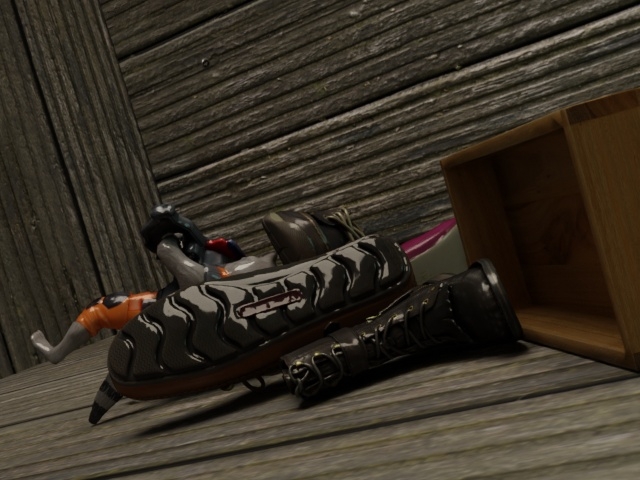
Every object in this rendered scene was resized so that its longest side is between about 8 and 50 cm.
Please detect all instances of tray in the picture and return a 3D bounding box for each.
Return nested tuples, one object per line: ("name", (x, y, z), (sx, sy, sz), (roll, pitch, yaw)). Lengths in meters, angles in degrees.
("tray", (0.218, -0.008, 0.943), (0.076, 0.203, 0.411), (-16, 1, -5))

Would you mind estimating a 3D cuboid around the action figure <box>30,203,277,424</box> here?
("action figure", (-0.180, 0.130, 1.409), (0.330, 0.341, 0.179), (-31, 41, 16))

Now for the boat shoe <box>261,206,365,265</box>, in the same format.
("boat shoe", (0.000, 0.000, 1.461), (0.130, 0.132, 0.355), (-29, -3, -3))

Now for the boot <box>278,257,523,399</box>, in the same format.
("boot", (0.071, 0.108, 1.039), (0.228, 0.091, 0.263), (-23, -1, -13))

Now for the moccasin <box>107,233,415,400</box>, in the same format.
("moccasin", (-0.068, 0.106, 1.210), (0.380, 0.139, 0.147), (-23, -35, -13))

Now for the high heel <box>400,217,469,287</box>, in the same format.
("high heel", (0.115, 0.047, 1.462), (0.181, 0.127, 0.377), (-4, 12, 34))
